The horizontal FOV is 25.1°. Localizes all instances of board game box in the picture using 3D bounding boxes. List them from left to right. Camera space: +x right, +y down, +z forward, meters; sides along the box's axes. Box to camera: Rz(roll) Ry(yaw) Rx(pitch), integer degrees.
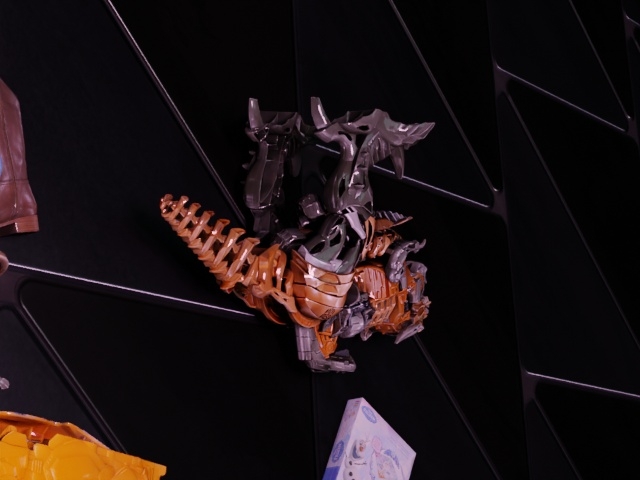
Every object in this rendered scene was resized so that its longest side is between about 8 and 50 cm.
[{"bbox_3d":[0.044,0.203,1.281,0.090,0.020,0.090,48,45,-30],"label":"board game box"}]

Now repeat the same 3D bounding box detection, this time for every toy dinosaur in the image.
[{"bbox_3d":[0.000,0.000,1.203,0.322,0.164,0.218,23,75,-71],"label":"toy dinosaur"}]

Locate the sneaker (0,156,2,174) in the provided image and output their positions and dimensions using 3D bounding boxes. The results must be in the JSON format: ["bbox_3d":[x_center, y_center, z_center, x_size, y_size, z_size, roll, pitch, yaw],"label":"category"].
[{"bbox_3d":[-0.272,-0.099,0.940,0.067,0.078,0.188,4,59,-60],"label":"sneaker"}]

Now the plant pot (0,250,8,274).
[{"bbox_3d":[-0.288,-0.038,0.837,0.167,0.167,0.165,-9,77,-53],"label":"plant pot"}]

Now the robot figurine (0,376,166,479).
[{"bbox_3d":[-0.219,0.188,0.895,0.291,0.085,0.211,25,58,-46],"label":"robot figurine"}]

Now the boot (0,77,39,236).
[{"bbox_3d":[-0.239,-0.060,0.994,0.106,0.037,0.114,-1,81,-66],"label":"boot"}]
